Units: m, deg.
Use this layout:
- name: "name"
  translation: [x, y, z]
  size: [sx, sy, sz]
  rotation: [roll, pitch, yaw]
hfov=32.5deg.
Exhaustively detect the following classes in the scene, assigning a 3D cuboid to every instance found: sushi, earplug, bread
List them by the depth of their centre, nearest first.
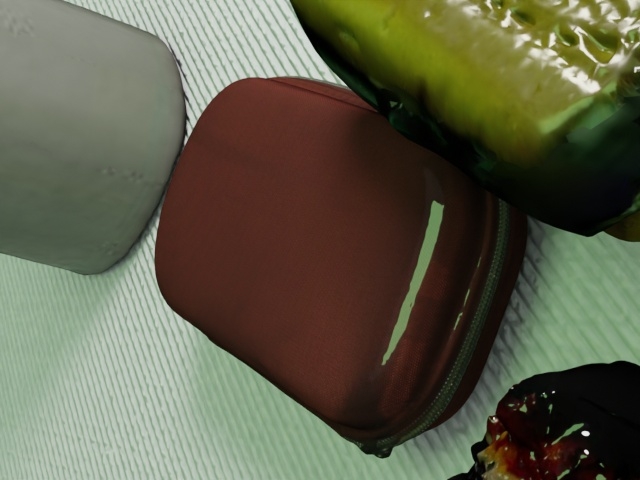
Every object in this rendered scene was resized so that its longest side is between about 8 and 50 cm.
- name: "sushi"
  translation: [0.159, 0.152, 0.646]
  size: [0.172, 0.153, 0.150]
  rotation: [-101, 21, -58]
- name: "bread"
  translation: [0.149, -0.160, 0.722]
  size: [0.251, 0.208, 0.376]
  rotation: [-58, 40, 9]
- name: "earplug"
  translation: [-0.395, -0.150, 1.245]
  size: [0.313, 0.394, 0.312]
  rotation: [-20, 62, 45]

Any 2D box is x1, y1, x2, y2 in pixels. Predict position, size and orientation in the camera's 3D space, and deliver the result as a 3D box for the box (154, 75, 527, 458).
- name: "box"
  translation: [0.000, 0.000, 0.928]
  size: [0.404, 0.108, 0.263]
  rotation: [28, 100, 50]
